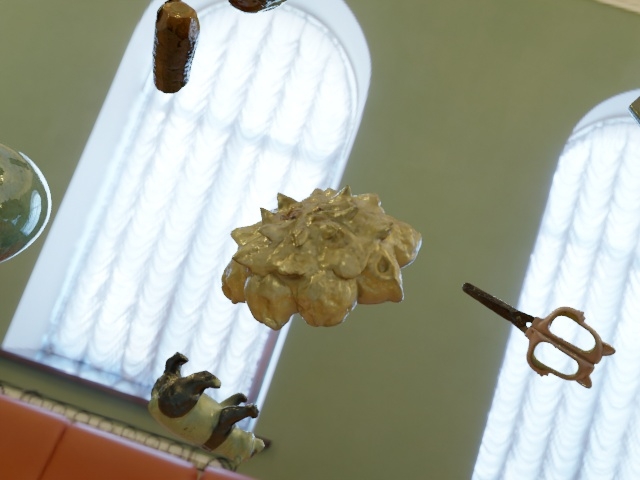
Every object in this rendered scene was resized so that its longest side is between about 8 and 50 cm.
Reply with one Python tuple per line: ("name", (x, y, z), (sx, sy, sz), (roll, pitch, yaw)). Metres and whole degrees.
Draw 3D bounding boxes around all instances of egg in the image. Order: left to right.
("egg", (-0.441, -0.049, 0.769), (0.169, 0.169, 0.236), (18, 7, 5))

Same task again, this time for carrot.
("carrot", (-0.261, -0.346, 1.107), (0.082, 0.082, 0.173), (19, -36, -3))

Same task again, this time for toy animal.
("toy animal", (-0.192, 0.303, 1.071), (0.225, 0.121, 0.094), (39, -14, -19))

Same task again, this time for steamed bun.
("steamed bun", (0.000, 0.000, 0.906), (0.295, 0.292, 0.137), (20, -48, 47))

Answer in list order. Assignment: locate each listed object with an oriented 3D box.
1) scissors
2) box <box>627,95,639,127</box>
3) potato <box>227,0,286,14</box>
("scissors", (0.432, 0.174, 1.265), (0.317, 0.160, 0.024), (33, 14, 20))
("box", (0.460, -0.154, 0.788), (0.122, 0.069, 0.084), (24, -55, -30))
("potato", (-0.096, -0.437, 0.827), (0.164, 0.165, 0.262), (15, -39, 20))
